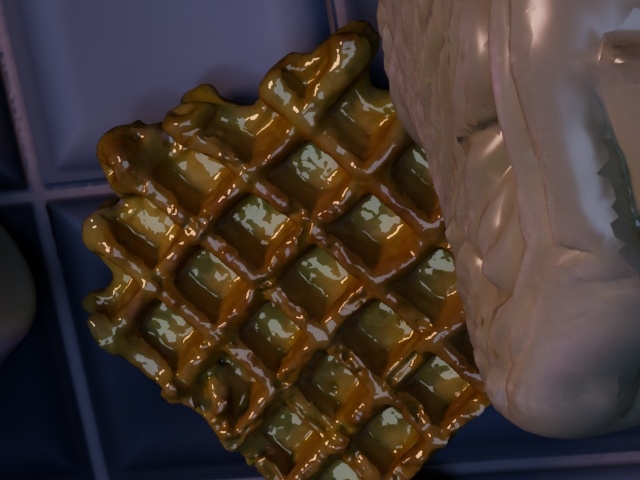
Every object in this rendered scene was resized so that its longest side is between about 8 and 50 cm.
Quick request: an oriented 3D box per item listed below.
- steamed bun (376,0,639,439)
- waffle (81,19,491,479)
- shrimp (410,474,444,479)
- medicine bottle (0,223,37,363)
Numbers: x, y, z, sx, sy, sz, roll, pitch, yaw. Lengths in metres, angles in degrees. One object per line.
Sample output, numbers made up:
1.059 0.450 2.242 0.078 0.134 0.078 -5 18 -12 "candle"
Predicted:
0.138 -0.143 0.541 0.237 0.346 0.394 -9 83 -4 "steamed bun"
0.000 0.000 0.749 0.219 0.057 0.229 40 110 -5 "waffle"
0.076 0.207 0.805 0.075 0.073 0.190 -18 98 60 "shrimp"
-0.234 0.054 0.770 0.135 0.135 0.168 44 112 -6 "medicine bottle"
